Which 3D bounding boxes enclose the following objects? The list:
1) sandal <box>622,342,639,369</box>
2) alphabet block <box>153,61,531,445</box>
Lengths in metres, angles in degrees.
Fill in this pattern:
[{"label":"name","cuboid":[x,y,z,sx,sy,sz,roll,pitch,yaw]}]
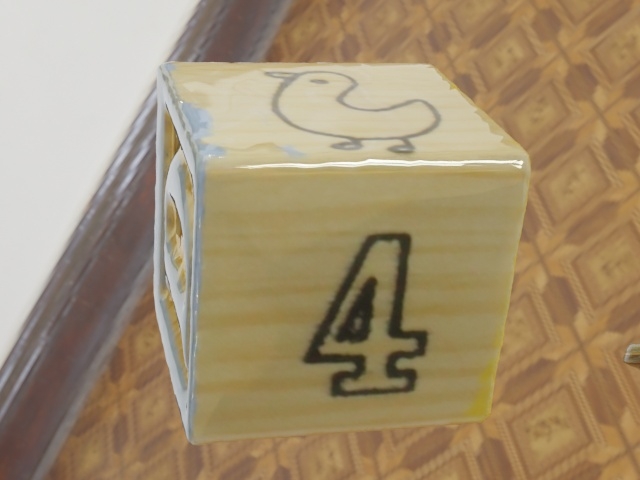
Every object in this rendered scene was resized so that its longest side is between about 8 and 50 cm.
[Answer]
[{"label":"sandal","cuboid":[0.302,0.079,0.865,0.180,0.072,0.049,-9,59,63]},{"label":"alphabet block","cuboid":[0.000,0.000,0.747,0.192,0.197,0.194,-119,30,-59]}]
